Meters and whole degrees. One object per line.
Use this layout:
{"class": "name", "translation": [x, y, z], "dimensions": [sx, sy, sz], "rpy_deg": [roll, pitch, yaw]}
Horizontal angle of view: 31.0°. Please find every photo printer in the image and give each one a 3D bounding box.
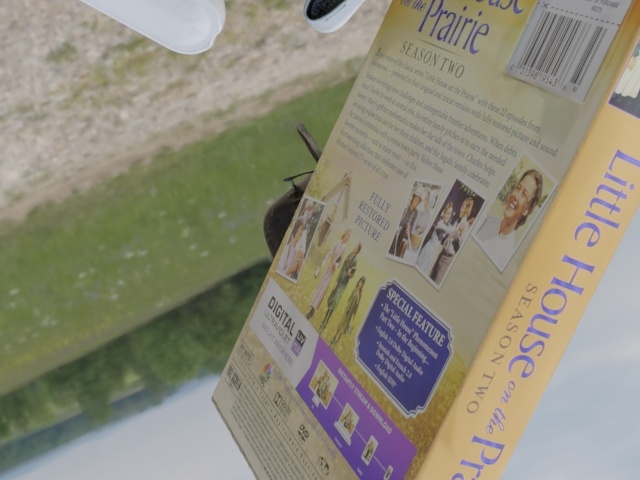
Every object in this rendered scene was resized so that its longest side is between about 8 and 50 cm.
{"class": "photo printer", "translation": [-0.277, -0.392, 1.660], "dimensions": [0.107, 0.307, 0.256], "rpy_deg": [-54, -153, 19]}

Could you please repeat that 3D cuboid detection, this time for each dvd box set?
{"class": "dvd box set", "translation": [0.070, -0.004, 0.770], "dimensions": [0.062, 0.421, 0.307], "rpy_deg": [20, -170, -26]}

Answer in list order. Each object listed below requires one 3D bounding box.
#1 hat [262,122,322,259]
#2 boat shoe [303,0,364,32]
{"class": "hat", "translation": [0.000, 0.000, 1.589], "dimensions": [0.133, 0.331, 0.331], "rpy_deg": [-28, 178, 1]}
{"class": "boat shoe", "translation": [0.057, -0.412, 1.760], "dimensions": [0.227, 0.079, 0.081], "rpy_deg": [-49, 170, 14]}
